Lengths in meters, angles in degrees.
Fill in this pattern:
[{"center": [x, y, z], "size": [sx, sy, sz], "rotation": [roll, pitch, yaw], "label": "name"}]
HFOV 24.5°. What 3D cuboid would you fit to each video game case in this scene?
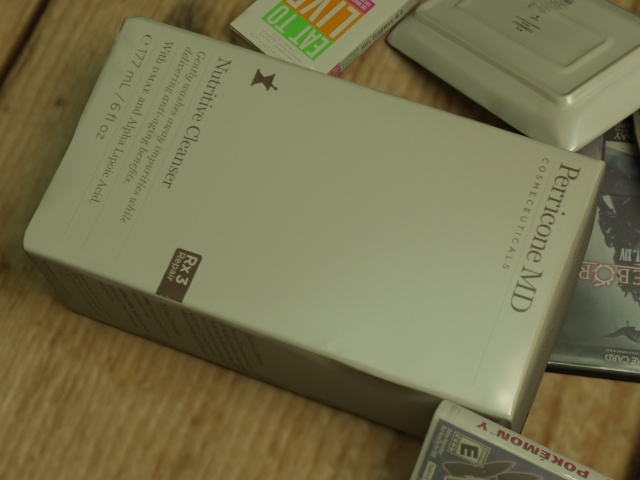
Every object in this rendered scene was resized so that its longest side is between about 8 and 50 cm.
[{"center": [0.138, 0.223, 1.026], "size": [0.183, 0.201, 0.023], "rotation": [25, 38, 12], "label": "video game case"}, {"center": [0.275, -0.017, 1.198], "size": [0.196, 0.026, 0.274], "rotation": [6, 68, 5], "label": "video game case"}]

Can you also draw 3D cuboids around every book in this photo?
[{"center": [0.007, -0.196, 1.273], "size": [0.096, 0.035, 0.144], "rotation": [39, 72, 21], "label": "book"}]

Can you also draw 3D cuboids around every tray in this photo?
[{"center": [0.170, -0.164, 1.182], "size": [0.145, 0.030, 0.270], "rotation": [-33, 38, -11], "label": "tray"}]

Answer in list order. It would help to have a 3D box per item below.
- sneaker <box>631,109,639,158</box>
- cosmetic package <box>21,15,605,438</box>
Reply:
[{"center": [0.353, -0.243, 1.138], "size": [0.169, 0.257, 0.448], "rotation": [14, 64, 9], "label": "sneaker"}, {"center": [0.000, 0.000, 1.122], "size": [0.384, 0.156, 0.217], "rotation": [16, 71, 14], "label": "cosmetic package"}]
